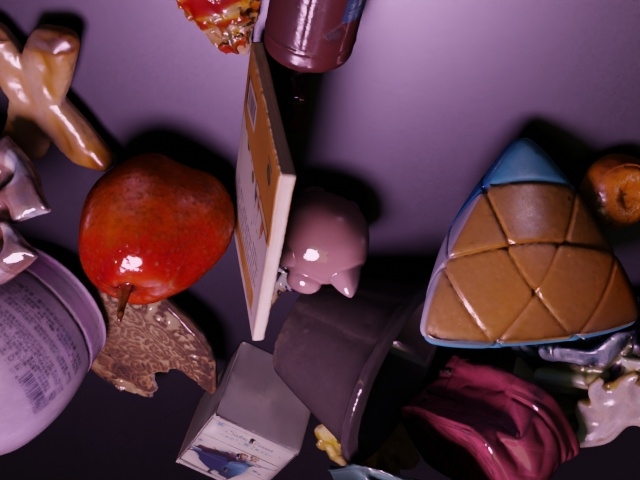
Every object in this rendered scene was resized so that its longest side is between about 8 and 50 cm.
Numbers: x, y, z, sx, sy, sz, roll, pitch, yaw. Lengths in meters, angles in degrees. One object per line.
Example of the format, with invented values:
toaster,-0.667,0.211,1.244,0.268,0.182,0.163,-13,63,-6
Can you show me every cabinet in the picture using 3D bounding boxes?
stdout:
cabinet,-0.123,0.300,1.386,0.145,0.150,0.206,27,136,-10

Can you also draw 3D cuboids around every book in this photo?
book,-0.074,-0.049,0.980,0.020,0.208,0.295,-4,142,-14

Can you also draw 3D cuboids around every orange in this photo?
orange,0.328,-0.056,0.955,0.086,0.062,0.086,-4,106,-16

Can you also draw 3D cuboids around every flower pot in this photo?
flower pot,0.045,0.145,1.143,0.166,0.269,0.269,27,141,24

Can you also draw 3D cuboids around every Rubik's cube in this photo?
Rubik's cube,0.193,0.052,0.988,0.254,0.254,0.254,9,136,9

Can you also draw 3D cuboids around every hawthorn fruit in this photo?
hawthorn fruit,-0.218,0.006,1.067,0.197,0.225,0.196,11,144,8

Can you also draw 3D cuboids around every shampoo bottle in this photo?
shampoo bottle,-0.484,0.162,1.258,0.273,0.266,0.273,17,130,21

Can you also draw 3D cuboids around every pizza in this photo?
pizza,-0.111,-0.268,0.881,0.188,0.062,0.199,-1,135,21

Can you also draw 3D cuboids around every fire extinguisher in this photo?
fire extinguisher,0.008,-0.261,0.797,0.105,0.141,0.341,13,134,-2

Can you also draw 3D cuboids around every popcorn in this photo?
popcorn,0.077,0.289,1.301,0.168,0.173,0.195,51,154,21

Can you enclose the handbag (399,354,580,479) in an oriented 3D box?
handbag,0.218,0.247,1.110,0.146,0.135,0.225,58,159,-17

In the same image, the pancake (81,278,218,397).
pancake,-0.289,0.167,1.356,0.286,0.033,0.288,28,136,4

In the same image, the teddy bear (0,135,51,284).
teddy bear,-0.576,-0.054,1.059,0.375,0.327,0.362,15,172,-32

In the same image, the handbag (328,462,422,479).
handbag,0.120,0.370,1.139,0.238,0.089,0.326,17,162,0

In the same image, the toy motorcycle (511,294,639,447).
toy motorcycle,0.442,0.173,1.080,0.410,0.168,0.237,8,129,19

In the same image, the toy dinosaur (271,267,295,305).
toy dinosaur,-0.039,0.053,1.198,0.058,0.037,0.180,19,149,-37

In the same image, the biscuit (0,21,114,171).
biscuit,-0.350,-0.179,1.052,0.164,0.047,0.208,10,137,12

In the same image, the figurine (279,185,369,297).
figurine,0.000,0.000,1.060,0.125,0.138,0.125,9,141,7
